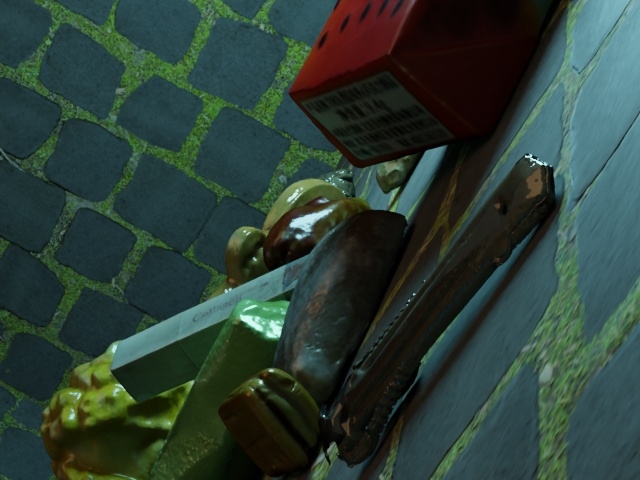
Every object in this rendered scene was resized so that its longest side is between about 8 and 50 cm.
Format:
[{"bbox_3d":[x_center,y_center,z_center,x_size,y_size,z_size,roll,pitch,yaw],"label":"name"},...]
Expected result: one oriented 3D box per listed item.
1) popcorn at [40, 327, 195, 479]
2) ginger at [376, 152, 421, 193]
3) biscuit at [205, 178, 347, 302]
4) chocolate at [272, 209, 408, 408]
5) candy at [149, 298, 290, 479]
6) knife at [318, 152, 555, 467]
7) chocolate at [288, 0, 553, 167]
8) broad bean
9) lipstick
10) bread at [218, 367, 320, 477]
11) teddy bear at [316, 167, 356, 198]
[{"bbox_3d":[-0.275,0.341,2.275,0.349,0.349,0.381,-57,41,47],"label":"popcorn"},{"bbox_3d":[0.138,-0.147,2.135,0.173,0.051,0.069,-56,11,9],"label":"ginger"},{"bbox_3d":[-0.058,0.060,2.231,0.355,0.052,0.275,-50,-40,-26],"label":"biscuit"},{"bbox_3d":[0.011,0.090,1.795,0.303,0.100,0.185,-67,9,-27],"label":"chocolate"},{"bbox_3d":[-0.117,0.237,1.959,0.343,0.132,0.142,-62,-12,21],"label":"candy"},{"bbox_3d":[0.102,0.067,1.214,0.365,0.043,0.089,-56,40,34],"label":"knife"},{"bbox_3d":[0.141,-0.284,1.751,0.341,0.161,0.360,-63,19,-15],"label":"chocolate"},{"bbox_3d":[-0.001,-0.003,2.122,0.228,0.122,0.156,-37,-21,-53],"label":"broad bean"},{"bbox_3d":[-0.132,0.126,2.040,0.372,0.079,0.076,-24,29,20],"label":"lipstick"},{"bbox_3d":[-0.057,0.216,1.664,0.077,0.116,0.200,-45,1,-19],"label":"bread"},{"bbox_3d":[0.003,-0.047,2.538,0.190,0.140,0.177,-53,-6,-48],"label":"teddy bear"}]
